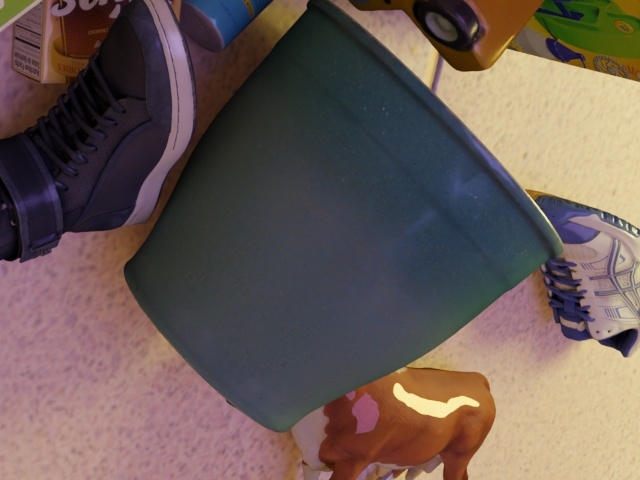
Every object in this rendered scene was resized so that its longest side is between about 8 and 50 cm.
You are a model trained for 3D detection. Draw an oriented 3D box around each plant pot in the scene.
[{"bbox_3d":[0.000,0.000,0.893,0.255,0.271,0.271,-45,131,2],"label":"plant pot"}]

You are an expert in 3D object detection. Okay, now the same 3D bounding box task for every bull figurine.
[{"bbox_3d":[0.047,0.181,1.102,0.310,0.101,0.188,13,103,-39],"label":"bull figurine"}]

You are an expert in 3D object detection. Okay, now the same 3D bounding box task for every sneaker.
[{"bbox_3d":[-0.178,-0.065,0.776,0.163,0.086,0.226,-16,151,-30],"label":"sneaker"},{"bbox_3d":[0.290,0.044,1.232,0.296,0.112,0.131,27,90,-42],"label":"sneaker"}]

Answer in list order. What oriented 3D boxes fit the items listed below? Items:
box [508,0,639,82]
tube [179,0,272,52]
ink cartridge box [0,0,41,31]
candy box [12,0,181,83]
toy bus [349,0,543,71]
[{"bbox_3d":[0.211,-0.294,0.917,0.177,0.279,0.290,-50,130,-12],"label":"box"},{"bbox_3d":[-0.031,-0.235,0.907,0.207,0.052,0.080,-50,138,-19],"label":"tube"},{"bbox_3d":[-0.284,-0.135,0.645,0.255,0.189,0.097,-43,131,-15],"label":"ink cartridge box"},{"bbox_3d":[-0.151,-0.205,0.814,0.109,0.053,0.186,-6,113,-38],"label":"candy box"},{"bbox_3d":[0.027,-0.271,0.834,0.332,0.130,0.108,46,72,-29],"label":"toy bus"}]
